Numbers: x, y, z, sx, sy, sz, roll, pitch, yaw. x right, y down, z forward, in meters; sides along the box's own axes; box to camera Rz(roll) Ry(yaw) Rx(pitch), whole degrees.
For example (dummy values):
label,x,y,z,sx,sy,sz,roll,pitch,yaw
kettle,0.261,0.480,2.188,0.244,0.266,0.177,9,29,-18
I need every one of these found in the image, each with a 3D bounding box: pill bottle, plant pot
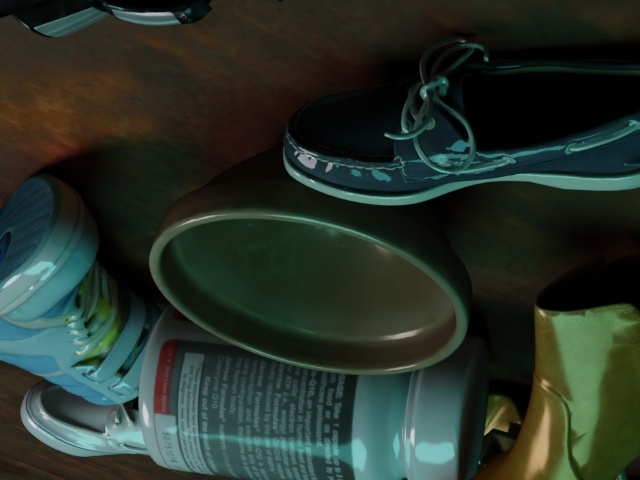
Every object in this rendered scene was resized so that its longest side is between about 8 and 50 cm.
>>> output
label,x,y,z,sx,sy,sz,roll,pitch,yaw
pill bottle,-0.002,0.140,1.178,0.283,0.161,0.161,5,150,17
plant pot,0.000,0.000,0.987,0.237,0.110,0.237,10,151,6

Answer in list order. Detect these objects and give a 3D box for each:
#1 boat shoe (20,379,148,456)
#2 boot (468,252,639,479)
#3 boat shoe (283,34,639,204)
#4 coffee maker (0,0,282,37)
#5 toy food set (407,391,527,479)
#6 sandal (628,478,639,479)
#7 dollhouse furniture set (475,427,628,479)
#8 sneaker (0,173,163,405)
label,x,y,z,sx,sy,sz,roll,pitch,yaw
boat shoe,-0.191,0.186,1.435,0.258,0.095,0.084,9,148,-12
boot,0.183,0.125,1.023,0.295,0.104,0.211,-26,127,-1
boat shoe,0.095,-0.074,0.829,0.254,0.095,0.079,4,151,16
coffee maker,-0.115,-0.197,0.711,0.178,0.120,0.171,-5,122,30
toy food set,0.141,0.197,1.326,0.217,0.071,0.128,-21,111,44
sandal,0.334,0.277,1.395,0.254,0.054,0.097,11,145,26
dollhouse furniture set,0.159,0.268,1.154,0.161,0.182,0.101,10,126,51
sneaker,-0.201,0.053,1.161,0.208,0.127,0.319,27,158,-19
